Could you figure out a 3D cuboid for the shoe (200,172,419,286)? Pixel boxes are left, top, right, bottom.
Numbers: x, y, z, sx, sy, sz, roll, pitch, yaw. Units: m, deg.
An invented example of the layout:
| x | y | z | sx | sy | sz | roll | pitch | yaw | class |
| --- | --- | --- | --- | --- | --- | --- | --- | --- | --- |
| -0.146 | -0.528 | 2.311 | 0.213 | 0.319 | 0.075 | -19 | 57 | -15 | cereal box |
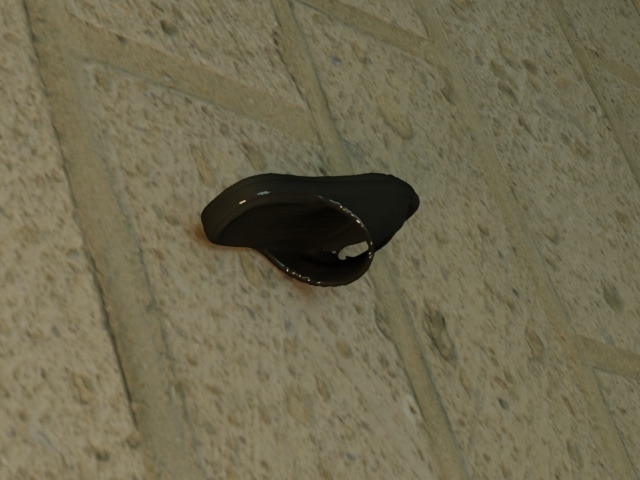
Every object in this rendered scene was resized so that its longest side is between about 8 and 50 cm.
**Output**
| x | y | z | sx | sy | sz | roll | pitch | yaw | class |
| --- | --- | --- | --- | --- | --- | --- | --- | --- | --- |
| 0.000 | 0.000 | 1.460 | 0.241 | 0.108 | 0.093 | 2 | 57 | -47 | shoe |
